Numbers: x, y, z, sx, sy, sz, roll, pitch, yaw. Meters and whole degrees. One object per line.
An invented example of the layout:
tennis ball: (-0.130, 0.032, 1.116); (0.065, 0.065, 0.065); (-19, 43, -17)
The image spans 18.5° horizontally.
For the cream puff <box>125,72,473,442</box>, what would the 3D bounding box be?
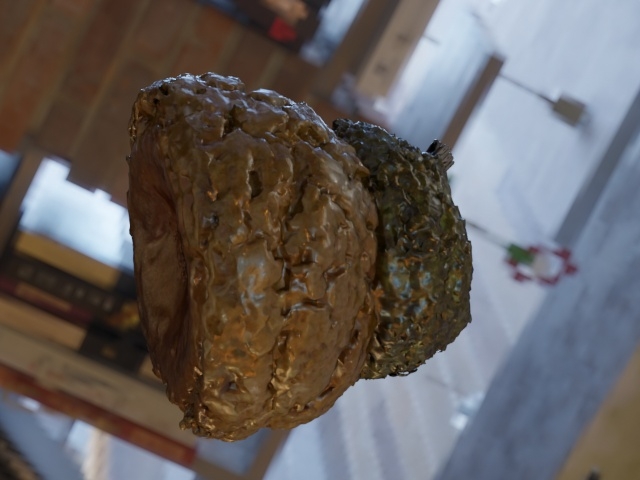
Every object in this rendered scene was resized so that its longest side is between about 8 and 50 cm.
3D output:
cream puff: (0.000, 0.000, 0.973); (0.183, 0.169, 0.183); (173, -90, -75)
